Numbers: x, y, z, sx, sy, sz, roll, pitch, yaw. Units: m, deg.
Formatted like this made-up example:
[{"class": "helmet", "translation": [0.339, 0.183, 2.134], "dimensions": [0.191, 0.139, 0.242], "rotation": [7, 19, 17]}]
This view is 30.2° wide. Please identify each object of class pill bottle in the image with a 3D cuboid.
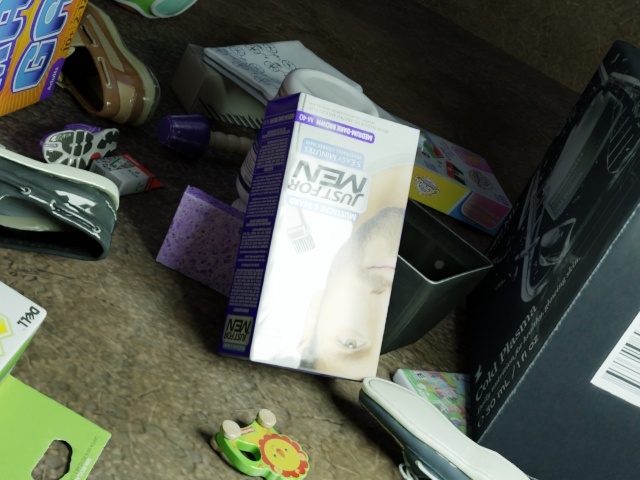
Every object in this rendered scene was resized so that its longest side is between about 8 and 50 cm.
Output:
[{"class": "pill bottle", "translation": [-0.035, -0.110, 1.767], "dimensions": [0.153, 0.265, 0.153], "rotation": [23, 27, -12]}]

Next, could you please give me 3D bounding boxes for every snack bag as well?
[{"class": "snack bag", "translation": [-0.002, -0.256, 2.132], "dimensions": [0.342, 0.037, 0.323], "rotation": [39, 27, 20]}]

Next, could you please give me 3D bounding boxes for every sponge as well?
[{"class": "sponge", "translation": [-0.110, 0.023, 1.609], "dimensions": [0.210, 0.117, 0.031], "rotation": [27, 26, -3]}]

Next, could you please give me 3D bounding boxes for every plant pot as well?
[{"class": "plant pot", "translation": [0.101, 0.056, 1.705], "dimensions": [0.187, 0.167, 0.188], "rotation": [40, 28, 23]}]

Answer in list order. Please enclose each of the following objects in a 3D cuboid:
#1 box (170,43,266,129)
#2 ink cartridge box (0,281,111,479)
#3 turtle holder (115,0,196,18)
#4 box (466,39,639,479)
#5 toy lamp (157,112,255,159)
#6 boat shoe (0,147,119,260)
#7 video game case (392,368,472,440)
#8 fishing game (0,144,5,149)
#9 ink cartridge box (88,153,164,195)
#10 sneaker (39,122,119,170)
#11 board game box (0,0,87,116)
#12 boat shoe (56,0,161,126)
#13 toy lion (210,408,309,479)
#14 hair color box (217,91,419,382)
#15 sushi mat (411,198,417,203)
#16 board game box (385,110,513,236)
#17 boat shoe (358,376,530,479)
[{"class": "box", "translation": [-0.127, -0.271, 2.184], "dimensions": [0.275, 0.094, 0.113], "rotation": [9, 31, -35]}, {"class": "ink cartridge box", "translation": [-0.321, 0.140, 1.166], "dimensions": [0.255, 0.097, 0.189], "rotation": [33, 23, -5]}, {"class": "turtle holder", "translation": [-0.312, -0.595, 2.381], "dimensions": [0.243, 0.320, 0.227], "rotation": [18, -19, 24]}, {"class": "box", "translation": [0.437, 0.047, 1.638], "dimensions": [0.297, 0.480, 0.472], "rotation": [26, 25, -5]}, {"class": "toy lamp", "translation": [-0.144, -0.159, 1.976], "dimensions": [0.274, 0.080, 0.080], "rotation": [10, 30, -37]}, {"class": "boat shoe", "translation": [-0.405, -0.037, 1.426], "dimensions": [0.340, 0.127, 0.113], "rotation": [14, 51, -33]}, {"class": "video game case", "translation": [0.222, 0.256, 1.616], "dimensions": [0.193, 0.023, 0.212], "rotation": [9, 31, -36]}, {"class": "fishing game", "translation": [-0.429, -0.079, 1.571], "dimensions": [0.264, 0.041, 0.189], "rotation": [13, 31, -30]}, {"class": "ink cartridge box", "translation": [-0.284, -0.100, 1.770], "dimensions": [0.063, 0.029, 0.115], "rotation": [37, 27, 20]}, {"class": "sneaker", "translation": [-0.366, -0.140, 1.746], "dimensions": [0.071, 0.068, 0.170], "rotation": [19, 13, 17]}, {"class": "board game box", "translation": [-0.557, -0.406, 1.684], "dimensions": [0.356, 0.356, 0.356], "rotation": [31, 25, 7]}, {"class": "boat shoe", "translation": [-0.392, -0.305, 1.948], "dimensions": [0.120, 0.123, 0.324], "rotation": [-7, 42, -47]}, {"class": "toy lion", "translation": [-0.062, 0.242, 1.348], "dimensions": [0.100, 0.034, 0.096], "rotation": [-7, 50, -51]}, {"class": "hair color box", "translation": [0.000, 0.000, 1.516], "dimensions": [0.185, 0.339, 0.110], "rotation": [14, -6, -28]}, {"class": "sushi mat", "translation": [0.126, -0.074, 2.157], "dimensions": [0.151, 0.019, 0.316], "rotation": [5, 34, -42]}, {"class": "board game box", "translation": [0.203, -0.143, 2.286], "dimensions": [0.316, 0.064, 0.242], "rotation": [23, 23, -20]}, {"class": "boat shoe", "translation": [0.144, 0.264, 1.455], "dimensions": [0.254, 0.079, 0.095], "rotation": [34, 24, 7]}]
